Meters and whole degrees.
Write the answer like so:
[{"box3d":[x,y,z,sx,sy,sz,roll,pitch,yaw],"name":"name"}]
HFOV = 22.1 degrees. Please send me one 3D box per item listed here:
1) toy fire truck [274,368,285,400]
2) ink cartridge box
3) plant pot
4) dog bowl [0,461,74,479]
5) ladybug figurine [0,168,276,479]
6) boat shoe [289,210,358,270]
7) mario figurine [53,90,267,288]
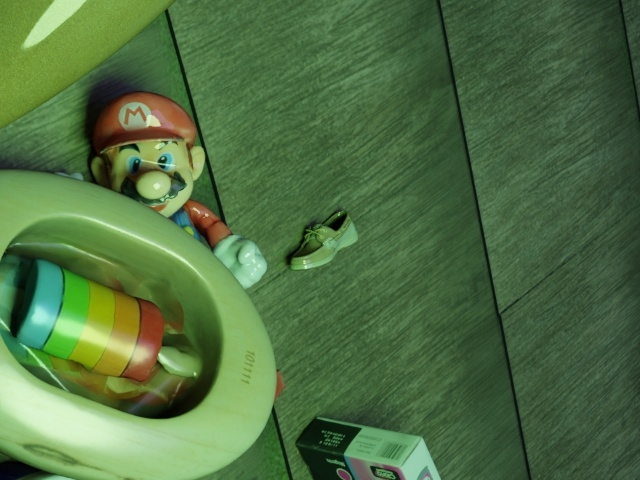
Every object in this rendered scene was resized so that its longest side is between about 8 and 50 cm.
[{"box3d":[-0.132,0.177,1.970,0.192,0.047,0.135,-41,125,-39],"name":"toy fire truck"},{"box3d":[0.112,0.395,2.182,0.069,0.176,0.371,-51,130,-33],"name":"ink cartridge box"},{"box3d":[-0.285,-0.243,1.631,0.254,0.237,0.237,-54,133,-11],"name":"plant pot"},{"box3d":[-0.310,0.370,1.735,0.265,0.104,0.265,-7,99,-49],"name":"dog bowl"},{"box3d":[-0.258,0.097,1.658,0.449,0.162,0.305,27,56,-26],"name":"ladybug figurine"},{"box3d":[0.000,0.000,2.109,0.135,0.050,0.045,-36,118,-53],"name":"boat shoe"},{"box3d":[-0.183,-0.004,1.799,0.198,0.170,0.320,-23,113,-44],"name":"mario figurine"}]
